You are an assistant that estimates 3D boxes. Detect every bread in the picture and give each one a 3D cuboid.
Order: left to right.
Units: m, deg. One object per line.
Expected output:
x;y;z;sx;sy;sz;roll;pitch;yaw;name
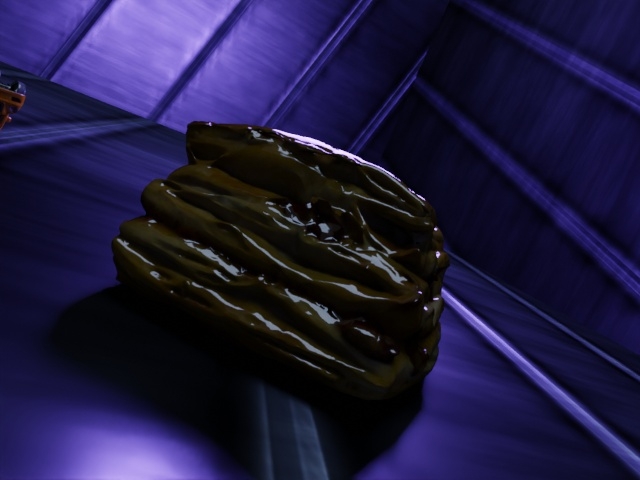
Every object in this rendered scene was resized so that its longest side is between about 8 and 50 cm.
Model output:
0.000;0.000;0.592;0.278;0.166;0.324;25;9;13;bread

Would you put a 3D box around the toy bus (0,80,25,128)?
-0.461;-0.191;0.856;0.083;0.088;0.195;16;8;-42;toy bus
